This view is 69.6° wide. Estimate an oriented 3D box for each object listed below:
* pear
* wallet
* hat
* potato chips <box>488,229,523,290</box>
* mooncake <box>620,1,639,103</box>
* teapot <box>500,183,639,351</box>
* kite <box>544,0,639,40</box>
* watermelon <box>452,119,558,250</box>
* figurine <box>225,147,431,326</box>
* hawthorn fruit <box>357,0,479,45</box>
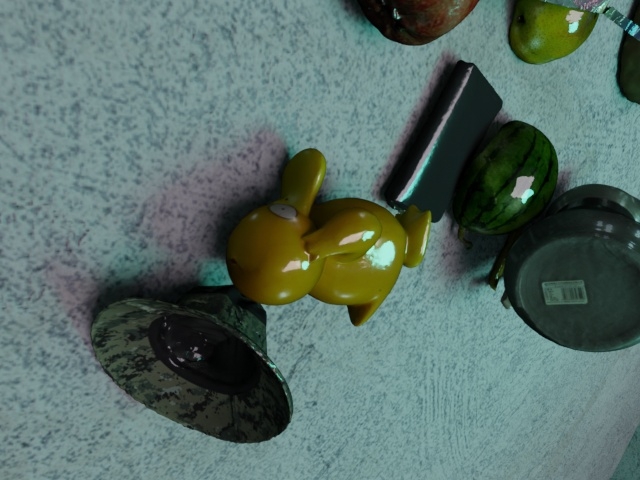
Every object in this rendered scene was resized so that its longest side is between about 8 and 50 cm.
[{"bbox_3d":[0.380,-0.350,0.729,0.141,0.104,0.141,-14,120,-26],"label":"pear"},{"bbox_3d":[0.199,-0.144,0.740,0.149,0.044,0.250,19,101,-46],"label":"wallet"},{"bbox_3d":[-0.133,0.126,0.564,0.128,0.265,0.266,-60,147,-51],"label":"hat"},{"bbox_3d":[0.407,0.013,0.979,0.026,0.037,0.204,13,109,-30],"label":"potato chips"},{"bbox_3d":[0.783,-0.423,0.932,0.323,0.187,0.324,-18,125,-28],"label":"mooncake"},{"bbox_3d":[0.488,0.042,0.876,0.300,0.253,0.344,-36,177,38],"label":"teapot"},{"bbox_3d":[0.435,-0.387,0.650,0.360,0.022,0.204,12,117,-32],"label":"kite"},{"bbox_3d":[0.336,-0.090,0.807,0.232,0.127,0.204,-56,145,-2],"label":"watermelon"},{"bbox_3d":[0.006,0.007,0.583,0.228,0.215,0.215,30,93,-28],"label":"figurine"},{"bbox_3d":[0.124,-0.325,0.519,0.188,0.169,0.169,-55,132,-4],"label":"hawthorn fruit"}]
